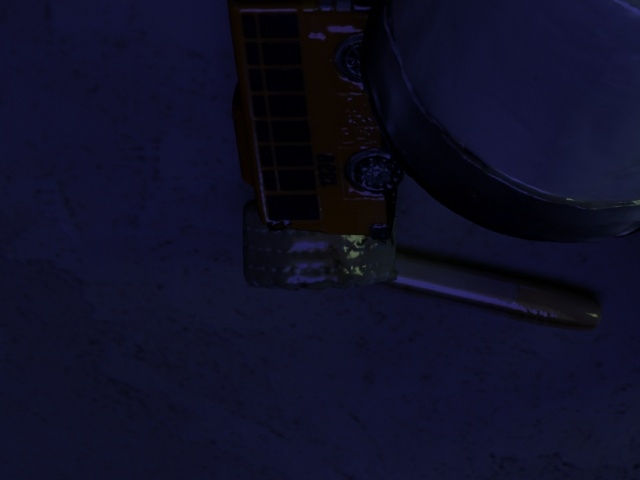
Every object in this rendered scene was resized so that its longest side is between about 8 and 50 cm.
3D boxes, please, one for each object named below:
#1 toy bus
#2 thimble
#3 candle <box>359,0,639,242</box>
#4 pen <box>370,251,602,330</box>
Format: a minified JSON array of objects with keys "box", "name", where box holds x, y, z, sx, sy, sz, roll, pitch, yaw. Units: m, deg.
[{"box":[-0.001,-0.098,1.180,0.114,0.098,0.201,0,134,7],"name":"toy bus"},{"box":[0.000,0.000,1.279,0.110,0.084,0.062,-1,100,4],"name":"thimble"},{"box":[0.159,-0.150,0.952,0.221,0.221,0.342,13,151,-9],"name":"candle"},{"box":[0.097,0.034,1.356,0.233,0.032,0.040,13,158,-7],"name":"pen"}]
